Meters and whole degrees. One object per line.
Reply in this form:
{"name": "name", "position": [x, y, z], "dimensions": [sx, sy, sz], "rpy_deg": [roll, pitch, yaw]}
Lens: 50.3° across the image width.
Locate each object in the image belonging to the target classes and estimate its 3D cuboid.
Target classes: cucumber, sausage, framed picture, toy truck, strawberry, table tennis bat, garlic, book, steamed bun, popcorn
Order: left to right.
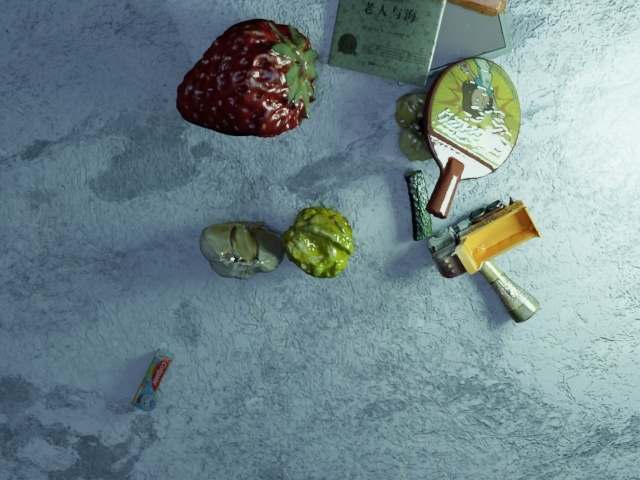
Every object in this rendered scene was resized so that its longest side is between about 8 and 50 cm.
{"name": "garlic", "position": [-0.217, 0.043, 1.831], "dimensions": [0.230, 0.178, 0.142], "rpy_deg": [14, 124, -14]}
{"name": "strawberry", "position": [-0.195, -0.384, 1.647], "dimensions": [0.345, 0.317, 0.295], "rpy_deg": [0, 139, 22]}
{"name": "popcorn", "position": [-0.002, 0.000, 1.803], "dimensions": [0.198, 0.155, 0.197], "rpy_deg": [0, 116, 0]}
{"name": "book", "position": [0.172, -0.585, 1.631], "dimensions": [0.269, 0.032, 0.388], "rpy_deg": [17, 111, 18]}
{"name": "cucumber", "position": [0.260, -0.093, 1.798], "dimensions": [0.058, 0.058, 0.187], "rpy_deg": [-8, 107, 8]}
{"name": "steamed bun", "position": [0.284, -0.284, 1.709], "dimensions": [0.192, 0.106, 0.177], "rpy_deg": [-5, 108, 6]}
{"name": "framed picture", "position": [0.304, -0.533, 1.677], "dimensions": [0.296, 0.019, 0.232], "rpy_deg": [-14, 105, 9]}
{"name": "table tennis bat", "position": [0.350, -0.248, 1.651], "dimensions": [0.268, 0.051, 0.414], "rpy_deg": [27, 80, -20]}
{"name": "sausage", "position": [0.368, -0.579, 1.615], "dimensions": [0.169, 0.065, 0.065], "rpy_deg": [19, 108, 1]}
{"name": "toy truck", "position": [0.416, -0.004, 1.760], "dimensions": [0.270, 0.135, 0.114], "rpy_deg": [-29, 113, 14]}

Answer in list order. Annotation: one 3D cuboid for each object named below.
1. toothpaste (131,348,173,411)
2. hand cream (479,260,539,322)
{"name": "toothpaste", "position": [-0.494, 0.422, 2.039], "dimensions": [0.070, 0.044, 0.193], "rpy_deg": [28, 108, -4]}
{"name": "hand cream", "position": [0.494, 0.127, 1.835], "dimensions": [0.084, 0.084, 0.203], "rpy_deg": [-43, 91, 16]}
